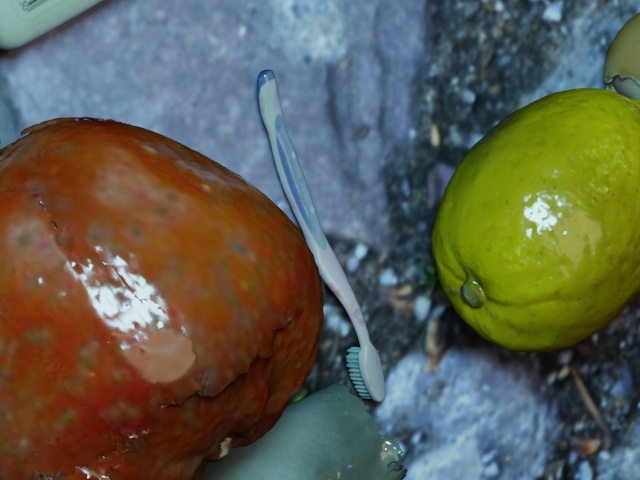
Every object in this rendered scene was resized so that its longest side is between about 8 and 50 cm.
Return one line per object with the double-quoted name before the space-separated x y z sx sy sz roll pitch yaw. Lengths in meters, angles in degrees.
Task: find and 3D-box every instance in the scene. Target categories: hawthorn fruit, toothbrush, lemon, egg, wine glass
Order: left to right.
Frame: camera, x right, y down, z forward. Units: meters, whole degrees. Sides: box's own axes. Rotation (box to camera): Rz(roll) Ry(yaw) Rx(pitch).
"hawthorn fruit" -0.158 0.034 1.197 0.276 0.276 0.307 -41 97 -15
"wine glass" -0.040 0.192 1.348 0.204 0.111 0.111 -34 111 -14
"toothbrush" 0.000 0.000 1.384 0.021 0.027 0.269 -43 119 -53
"lemon" 0.176 -0.015 1.390 0.207 0.170 0.170 -43 113 -17
"egg" 0.265 -0.141 1.460 0.080 0.080 0.096 45 75 -24

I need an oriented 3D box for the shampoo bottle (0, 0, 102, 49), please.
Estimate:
"shampoo bottle" -0.149 -0.222 1.265 0.221 0.051 0.108 -34 110 -18
